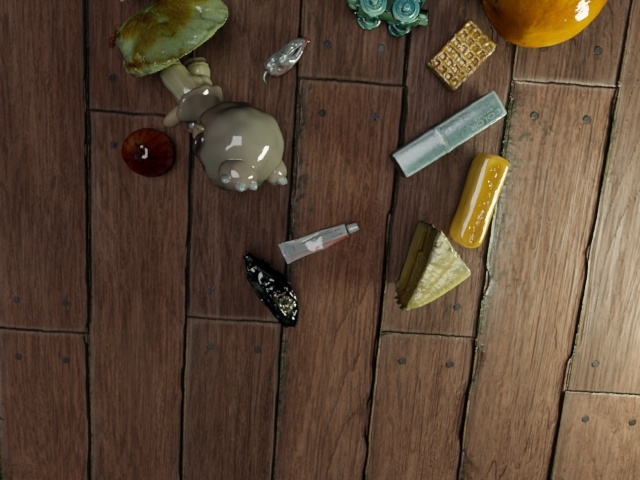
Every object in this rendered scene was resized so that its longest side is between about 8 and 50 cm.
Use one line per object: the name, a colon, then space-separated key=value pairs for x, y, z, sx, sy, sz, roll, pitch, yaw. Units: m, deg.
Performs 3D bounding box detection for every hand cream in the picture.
hand cream: x=0.000 y=0.001 z=1.212 sx=0.216 sy=0.038 sz=0.052 roll=-20 pitch=75 yaw=10

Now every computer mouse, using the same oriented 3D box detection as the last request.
computer mouse: x=-0.120 y=0.123 z=1.189 sx=0.077 sy=0.146 sz=0.241 roll=-39 pitch=108 yaw=-21

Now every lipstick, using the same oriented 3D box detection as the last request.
lipstick: x=0.314 y=-0.261 z=1.140 sx=0.290 sy=0.076 sz=0.077 roll=-32 pitch=96 yaw=6

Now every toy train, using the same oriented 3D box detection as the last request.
toy train: x=0.166 y=-0.574 z=1.079 sx=0.198 sy=0.107 sz=0.154 roll=12 pitch=92 yaw=-1

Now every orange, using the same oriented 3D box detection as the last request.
orange: x=0.471 y=-0.558 z=0.984 sx=0.226 sy=0.284 sz=0.283 roll=-28 pitch=98 yaw=-1

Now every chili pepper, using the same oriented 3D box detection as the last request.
chili pepper: x=-0.086 y=-0.448 z=1.133 sx=0.153 sy=0.041 sz=0.050 roll=-36 pitch=139 yaw=6

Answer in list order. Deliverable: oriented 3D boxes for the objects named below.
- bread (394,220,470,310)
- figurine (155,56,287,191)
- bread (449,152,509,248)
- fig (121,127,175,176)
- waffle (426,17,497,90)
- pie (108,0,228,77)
bread: x=0.227 y=0.060 z=1.111 sx=0.178 sy=0.240 sz=0.135 roll=-36 pitch=97 yaw=6
figurine: x=-0.229 y=-0.273 z=1.090 sx=0.203 sy=0.248 sz=0.380 roll=-41 pitch=82 yaw=22
bread: x=0.395 y=-0.100 z=1.167 sx=0.093 sy=0.074 sz=0.239 roll=13 pitch=101 yaw=-18
fig: x=-0.416 y=-0.216 z=1.135 sx=0.128 sy=0.150 sz=0.128 roll=-9 pitch=105 yaw=-37
waffle: x=0.343 y=-0.450 z=1.125 sx=0.102 sy=0.042 sz=0.148 roll=43 pitch=97 yaw=-8
pie: x=-0.345 y=-0.475 z=1.051 sx=0.274 sy=0.257 sz=0.105 roll=-36 pitch=142 yaw=0
